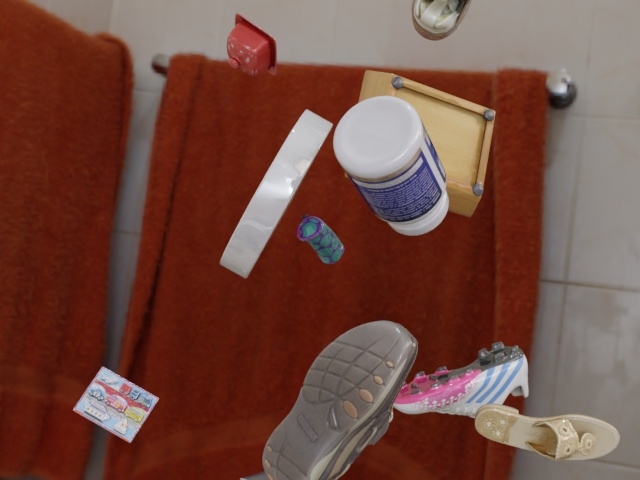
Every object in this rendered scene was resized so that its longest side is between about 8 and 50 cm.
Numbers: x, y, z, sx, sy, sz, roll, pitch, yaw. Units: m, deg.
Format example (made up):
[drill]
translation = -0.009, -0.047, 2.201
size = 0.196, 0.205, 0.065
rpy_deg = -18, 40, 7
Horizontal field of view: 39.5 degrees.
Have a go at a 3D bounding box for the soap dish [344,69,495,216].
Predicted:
[soap dish]
translation = 0.208, -0.196, 1.776
size = 0.291, 0.228, 0.118
rpy_deg = 16, -13, -19

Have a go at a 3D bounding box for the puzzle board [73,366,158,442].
[puzzle board]
translation = -0.381, 0.305, 1.662
size = 0.128, 0.096, 0.011
rpy_deg = 27, -24, 11

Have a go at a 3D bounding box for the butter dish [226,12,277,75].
[butter dish]
translation = -0.211, -0.530, 2.523
size = 0.160, 0.118, 0.160
rpy_deg = 38, -24, 17

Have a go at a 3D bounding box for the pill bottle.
[pill bottle]
translation = 0.134, -0.120, 1.550
size = 0.153, 0.153, 0.264
rpy_deg = 6, -23, 25

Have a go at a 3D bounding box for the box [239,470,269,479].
[box]
translation = -0.146, 0.667, 2.115
size = 0.108, 0.207, 0.153
rpy_deg = 18, -1, 22

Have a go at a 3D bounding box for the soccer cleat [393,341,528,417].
[soccer cleat]
translation = 0.309, 0.328, 1.880
size = 0.331, 0.143, 0.116
rpy_deg = -17, 10, -23

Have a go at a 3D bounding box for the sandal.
[sandal]
translation = 0.375, 0.334, 1.473
size = 0.240, 0.088, 0.079
rpy_deg = 10, 21, 7

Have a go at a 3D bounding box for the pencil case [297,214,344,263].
[pencil case]
translation = 0.000, 0.000, 2.073
size = 0.070, 0.064, 0.151
rpy_deg = -16, -30, 17

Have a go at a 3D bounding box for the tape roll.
[tape roll]
translation = -0.095, -0.098, 1.920
size = 0.072, 0.392, 0.392
rpy_deg = 29, -3, -2

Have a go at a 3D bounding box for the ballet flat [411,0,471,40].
[ballet flat]
translation = 0.218, -0.437, 1.558
size = 0.108, 0.106, 0.316
rpy_deg = 31, -30, 2

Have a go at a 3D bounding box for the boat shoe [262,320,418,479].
[boat shoe]
translation = 0.042, 0.261, 1.406
size = 0.130, 0.355, 0.132
rpy_deg = 7, 39, -48
